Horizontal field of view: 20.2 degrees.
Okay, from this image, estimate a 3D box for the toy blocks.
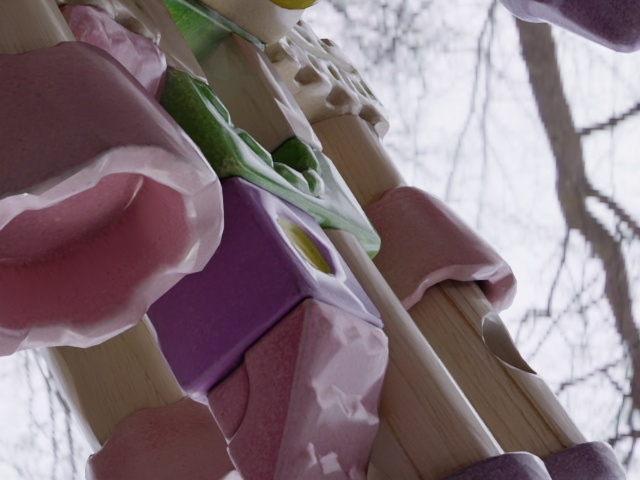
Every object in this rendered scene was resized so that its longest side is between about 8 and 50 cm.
[{"bbox_3d":[0.000,0.000,0.473,0.309,0.288,0.260,-42,-122,14],"label":"toy blocks"}]
